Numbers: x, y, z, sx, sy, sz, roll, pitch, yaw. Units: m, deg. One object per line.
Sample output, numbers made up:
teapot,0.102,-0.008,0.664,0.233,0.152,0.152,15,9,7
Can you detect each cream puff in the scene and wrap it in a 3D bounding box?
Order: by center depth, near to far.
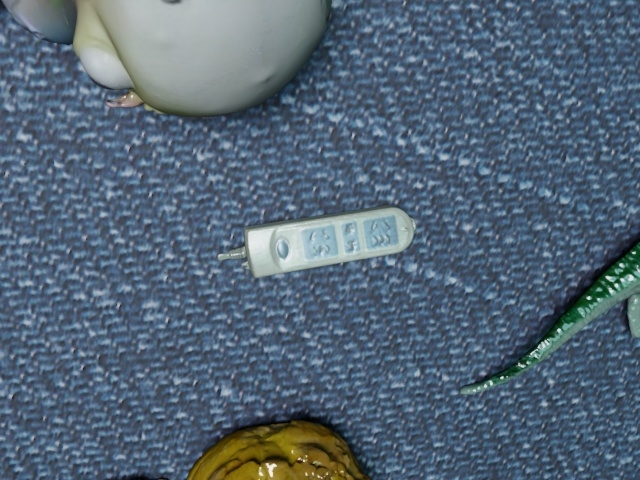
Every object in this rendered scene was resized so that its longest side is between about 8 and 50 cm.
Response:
cream puff,-0.033,0.259,0.468,0.188,0.129,0.189,-1,98,-10

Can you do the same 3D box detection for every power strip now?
power strip,0.000,0.000,0.486,0.191,0.030,0.048,-10,99,-7

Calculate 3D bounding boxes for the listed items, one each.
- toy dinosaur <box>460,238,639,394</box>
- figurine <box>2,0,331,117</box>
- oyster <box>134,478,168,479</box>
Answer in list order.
toy dinosaur,0.328,0.070,0.524,0.383,0.076,0.129,-44,95,-3
figurine,-0.184,-0.232,0.354,0.393,0.227,0.275,7,111,5
oyster,-0.184,0.277,0.492,0.148,0.051,0.103,8,96,-9
